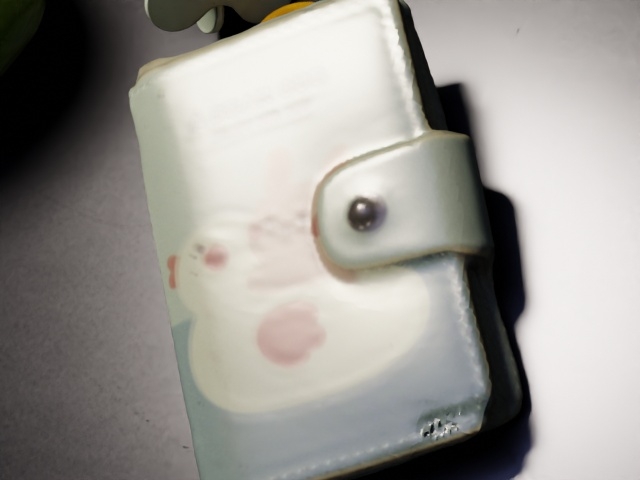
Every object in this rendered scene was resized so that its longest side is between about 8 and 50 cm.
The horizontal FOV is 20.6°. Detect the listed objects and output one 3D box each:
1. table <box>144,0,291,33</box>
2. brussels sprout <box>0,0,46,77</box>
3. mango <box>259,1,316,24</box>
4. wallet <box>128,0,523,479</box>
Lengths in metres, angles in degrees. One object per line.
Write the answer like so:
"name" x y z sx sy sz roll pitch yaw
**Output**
"table" -0.118 -0.281 1.443 0.166 0.166 0.198 -43 48 3
"brussels sprout" -0.408 -0.240 1.469 0.354 0.289 0.281 32 89 -8
"mango" -0.009 -0.149 1.380 0.114 0.057 0.079 18 80 41
"wallet" 0.000 0.000 1.272 0.252 0.083 0.360 -18 70 16
